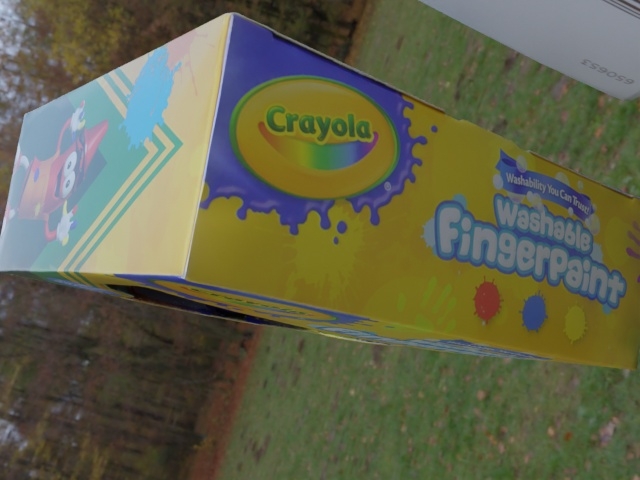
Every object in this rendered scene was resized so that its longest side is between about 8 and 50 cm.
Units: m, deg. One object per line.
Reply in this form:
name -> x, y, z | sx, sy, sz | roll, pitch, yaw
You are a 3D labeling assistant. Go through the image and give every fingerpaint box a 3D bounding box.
fingerpaint box -> 0.000, 0.000, 0.674 | 0.371, 0.445, 0.163 | -2, 76, 52

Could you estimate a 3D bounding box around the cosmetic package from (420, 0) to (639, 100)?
cosmetic package -> 0.175, -0.353, 0.403 | 0.329, 0.328, 0.393 | 140, 153, -75
